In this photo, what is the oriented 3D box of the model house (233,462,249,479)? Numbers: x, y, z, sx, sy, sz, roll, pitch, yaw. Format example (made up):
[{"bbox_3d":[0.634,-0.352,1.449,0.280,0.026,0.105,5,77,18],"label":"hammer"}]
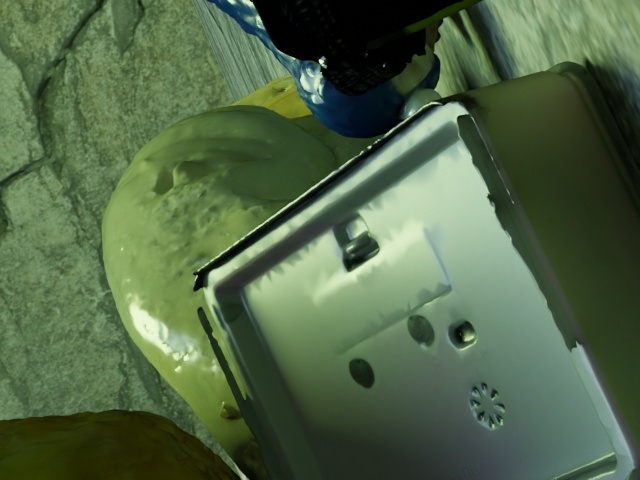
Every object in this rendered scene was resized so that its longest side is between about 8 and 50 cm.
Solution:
[{"bbox_3d":[0.035,0.144,1.262,0.237,0.202,0.237,72,172,-60],"label":"model house"}]

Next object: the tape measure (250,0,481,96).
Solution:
[{"bbox_3d":[0.004,-0.140,0.566,0.199,0.112,0.186,61,-172,-49],"label":"tape measure"}]

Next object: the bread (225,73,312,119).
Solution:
[{"bbox_3d":[0.000,0.000,1.529,0.288,0.119,0.152,72,176,-54],"label":"bread"}]

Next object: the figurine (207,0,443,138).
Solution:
[{"bbox_3d":[-0.030,-0.145,0.876,0.262,0.120,0.164,58,172,38],"label":"figurine"}]

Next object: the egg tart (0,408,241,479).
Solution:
[{"bbox_3d":[-0.059,0.164,0.804,0.319,0.128,0.319,52,180,0],"label":"egg tart"}]

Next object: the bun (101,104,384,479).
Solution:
[{"bbox_3d":[0.027,0.032,0.934,0.259,0.160,0.259,43,-165,-14],"label":"bun"}]

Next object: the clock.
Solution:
[{"bbox_3d":[0.046,0.040,0.714,0.192,0.071,0.147,-35,78,53],"label":"clock"}]
